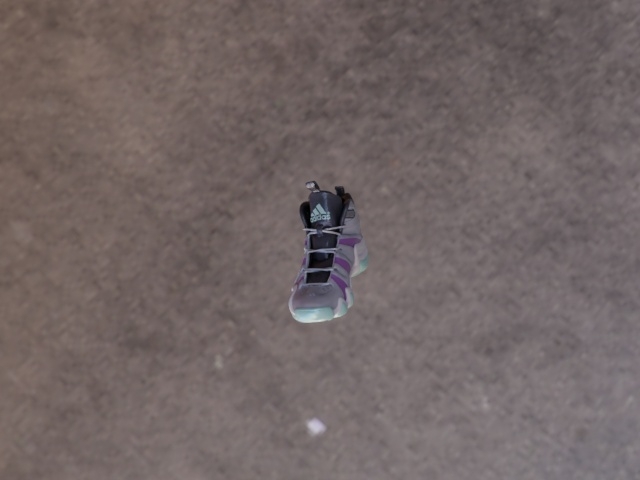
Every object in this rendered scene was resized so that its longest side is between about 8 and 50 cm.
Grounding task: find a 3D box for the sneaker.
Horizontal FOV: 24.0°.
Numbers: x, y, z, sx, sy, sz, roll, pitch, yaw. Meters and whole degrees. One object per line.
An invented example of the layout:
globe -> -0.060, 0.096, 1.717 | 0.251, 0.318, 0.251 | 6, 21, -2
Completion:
sneaker -> 0.000, 0.000, 0.861 | 0.038, 0.098, 0.069 | -4, 114, 13
